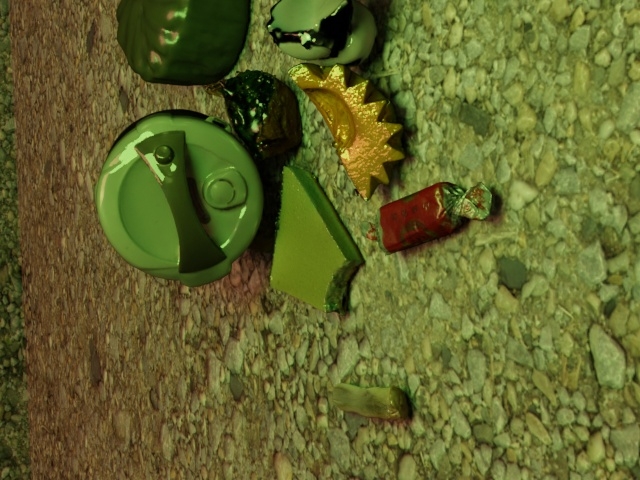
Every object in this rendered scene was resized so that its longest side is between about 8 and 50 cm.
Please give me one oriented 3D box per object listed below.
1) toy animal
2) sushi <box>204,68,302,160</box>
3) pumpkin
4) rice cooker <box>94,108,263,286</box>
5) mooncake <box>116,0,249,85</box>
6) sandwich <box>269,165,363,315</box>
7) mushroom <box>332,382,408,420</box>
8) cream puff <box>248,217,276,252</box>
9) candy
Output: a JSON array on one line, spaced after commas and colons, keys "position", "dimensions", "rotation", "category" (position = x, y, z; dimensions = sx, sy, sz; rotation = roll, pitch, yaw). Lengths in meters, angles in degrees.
[{"position": [0.020, -0.352, 1.254], "dimensions": [0.166, 0.179, 0.138], "rotation": [21, 91, 36], "category": "toy animal"}, {"position": [-0.133, -0.271, 1.482], "dimensions": [0.287, 0.140, 0.149], "rotation": [54, 138, 33], "category": "sushi"}, {"position": [0.068, -0.210, 1.282], "dimensions": [0.130, 0.149, 0.254], "rotation": [-32, 91, 15], "category": "pumpkin"}, {"position": [-0.280, -0.091, 1.484], "dimensions": [0.325, 0.335, 0.335], "rotation": [-131, 47, -70], "category": "rice cooker"}, {"position": [-0.320, -0.525, 1.664], "dimensions": [0.356, 0.194, 0.357], "rotation": [7, 99, 51], "category": "mooncake"}, {"position": [0.000, 0.000, 1.404], "dimensions": [0.212, 0.063, 0.245], "rotation": [21, 109, 46], "category": "sandwich"}, {"position": [0.083, 0.284, 1.326], "dimensions": [0.202, 0.054, 0.059], "rotation": [-14, 76, 57], "category": "mushroom"}, {"position": [-0.119, -0.010, 1.558], "dimensions": [0.058, 0.083, 0.083], "rotation": [-67, -2, -48], "category": "cream puff"}, {"position": [0.158, -0.035, 1.196], "dimensions": [0.292, 0.059, 0.086], "rotation": [-23, 74, 49], "category": "candy"}]
